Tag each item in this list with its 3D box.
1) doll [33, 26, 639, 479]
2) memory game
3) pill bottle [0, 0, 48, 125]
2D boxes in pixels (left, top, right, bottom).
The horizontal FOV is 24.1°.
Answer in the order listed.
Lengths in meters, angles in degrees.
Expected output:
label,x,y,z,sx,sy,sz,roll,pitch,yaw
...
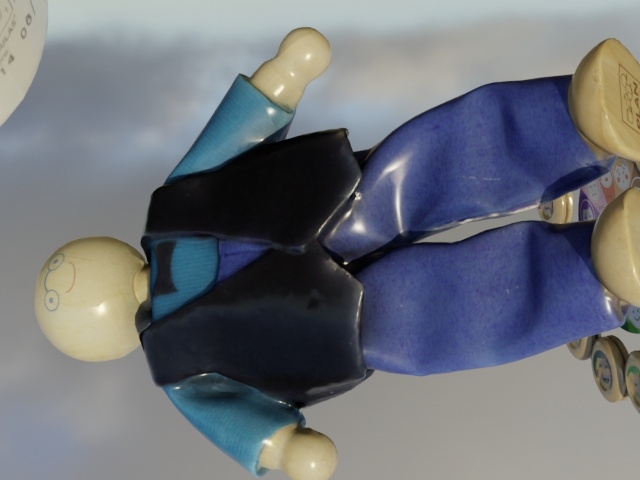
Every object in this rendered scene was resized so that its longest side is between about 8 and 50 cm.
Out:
label,x,y,z,sx,sy,sz,roll,pitch,yaw
doll,0.000,0.000,0.406,0.189,0.129,0.046,-15,162,31
memory game,0.152,0.002,0.778,0.012,0.186,0.186,-10,-167,-15
pill bottle,-0.170,-0.118,0.451,0.131,0.131,0.229,-2,157,3
